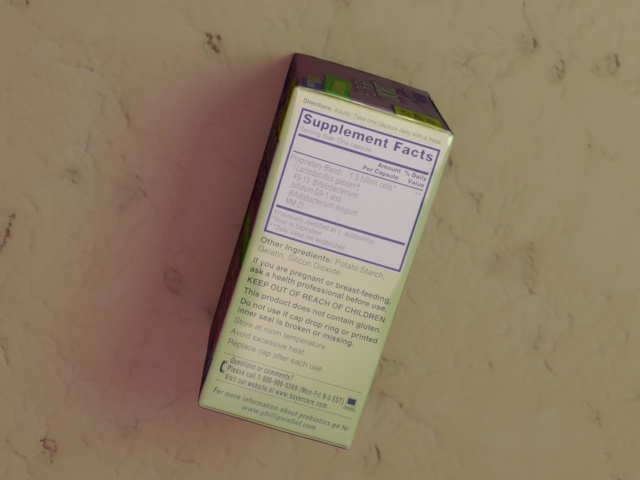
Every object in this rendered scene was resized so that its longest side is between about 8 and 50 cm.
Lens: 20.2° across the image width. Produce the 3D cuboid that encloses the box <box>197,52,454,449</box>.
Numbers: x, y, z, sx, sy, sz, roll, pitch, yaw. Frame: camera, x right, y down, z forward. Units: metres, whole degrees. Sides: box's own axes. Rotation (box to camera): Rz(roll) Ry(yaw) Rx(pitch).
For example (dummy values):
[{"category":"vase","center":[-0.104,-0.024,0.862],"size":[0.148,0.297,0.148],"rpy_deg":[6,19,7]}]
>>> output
[{"category":"box","center":[0.000,0.000,1.343],"size":[0.117,0.213,0.243],"rpy_deg":[17,102,-5]}]
